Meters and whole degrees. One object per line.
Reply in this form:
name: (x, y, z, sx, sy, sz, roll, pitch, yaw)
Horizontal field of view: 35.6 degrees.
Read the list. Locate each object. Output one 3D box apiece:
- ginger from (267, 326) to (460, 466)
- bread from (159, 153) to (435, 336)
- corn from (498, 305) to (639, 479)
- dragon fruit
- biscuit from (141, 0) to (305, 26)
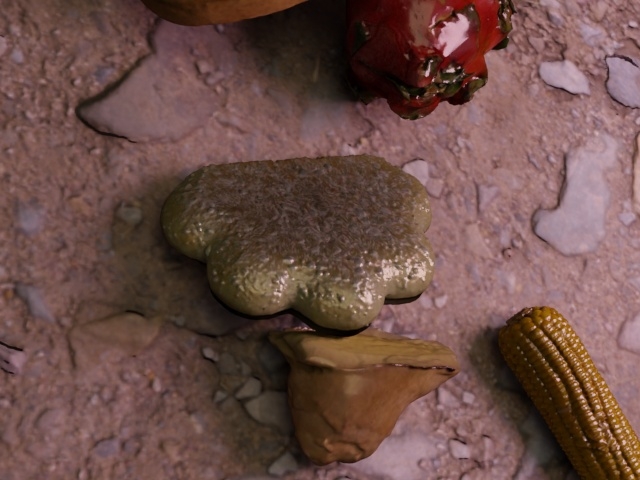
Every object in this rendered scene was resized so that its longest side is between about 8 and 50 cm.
ginger: (0.054, 0.146, 0.949, 0.193, 0.115, 0.123, 1, 90, -25)
bread: (0.000, 0.000, 0.960, 0.286, 0.056, 0.207, -10, 51, -25)
corn: (0.265, 0.171, 1.021, 0.080, 0.080, 0.231, -28, 83, -27)
dragon fruit: (0.133, -0.239, 1.075, 0.269, 0.198, 0.200, -14, 65, -39)
biscuit: (-0.047, -0.351, 1.030, 0.343, 0.057, 0.287, -21, 51, -3)
